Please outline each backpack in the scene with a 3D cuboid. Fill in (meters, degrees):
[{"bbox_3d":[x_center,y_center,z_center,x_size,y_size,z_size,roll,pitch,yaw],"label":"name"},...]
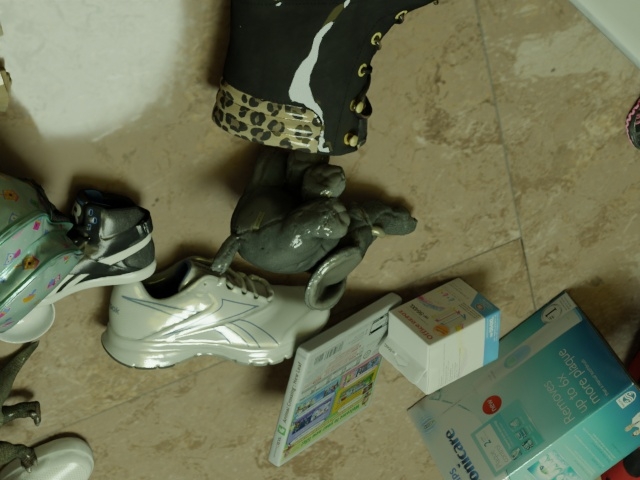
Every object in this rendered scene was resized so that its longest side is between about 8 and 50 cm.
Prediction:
[{"bbox_3d":[-0.357,0.012,1.540,0.166,0.144,0.188,-43,167,0],"label":"backpack"}]

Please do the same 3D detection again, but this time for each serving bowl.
[{"bbox_3d":[-0.368,0.085,1.729,0.083,0.027,0.083,-11,127,-14],"label":"serving bowl"}]

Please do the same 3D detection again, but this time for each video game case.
[{"bbox_3d":[0.020,0.184,1.892,0.212,0.023,0.193,-27,140,-48],"label":"video game case"}]

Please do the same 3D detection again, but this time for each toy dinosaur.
[{"bbox_3d":[-0.441,0.260,1.770,0.160,0.121,0.313,16,122,-45],"label":"toy dinosaur"}]

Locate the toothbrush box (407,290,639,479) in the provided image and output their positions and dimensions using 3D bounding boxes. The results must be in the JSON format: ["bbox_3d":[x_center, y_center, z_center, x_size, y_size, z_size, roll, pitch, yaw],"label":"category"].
[{"bbox_3d":[0.301,0.251,2.001,0.295,0.216,0.126,-38,129,9],"label":"toothbrush box"}]

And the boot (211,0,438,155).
[{"bbox_3d":[0.061,-0.243,1.590,0.377,0.138,0.284,2,123,-19],"label":"boot"}]

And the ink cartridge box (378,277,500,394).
[{"bbox_3d":[0.159,0.132,1.911,0.143,0.092,0.090,-24,133,-28],"label":"ink cartridge box"}]

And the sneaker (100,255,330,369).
[{"bbox_3d":[-0.125,0.085,1.780,0.297,0.111,0.129,-5,120,-20],"label":"sneaker"}]

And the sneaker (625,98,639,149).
[{"bbox_3d":[0.440,-0.165,1.854,0.047,0.057,0.119,-6,127,-21],"label":"sneaker"}]

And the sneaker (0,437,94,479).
[{"bbox_3d":[-0.405,0.397,1.853,0.292,0.169,0.108,-37,128,5],"label":"sneaker"}]

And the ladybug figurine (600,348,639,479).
[{"bbox_3d":[0.530,0.256,2.062,0.161,0.305,0.449,14,121,-6],"label":"ladybug figurine"}]

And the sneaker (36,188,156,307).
[{"bbox_3d":[-0.304,0.001,1.669,0.216,0.079,0.121,-14,124,-20],"label":"sneaker"}]

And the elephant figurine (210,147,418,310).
[{"bbox_3d":[0.000,0.000,1.747,0.186,0.169,0.239,-8,150,19],"label":"elephant figurine"}]

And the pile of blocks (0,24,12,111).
[{"bbox_3d":[-0.405,-0.112,1.514,0.148,0.113,0.362,2,124,-23],"label":"pile of blocks"}]

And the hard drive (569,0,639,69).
[{"bbox_3d":[0.447,-0.300,1.736,0.307,0.040,0.203,34,90,-36],"label":"hard drive"}]
